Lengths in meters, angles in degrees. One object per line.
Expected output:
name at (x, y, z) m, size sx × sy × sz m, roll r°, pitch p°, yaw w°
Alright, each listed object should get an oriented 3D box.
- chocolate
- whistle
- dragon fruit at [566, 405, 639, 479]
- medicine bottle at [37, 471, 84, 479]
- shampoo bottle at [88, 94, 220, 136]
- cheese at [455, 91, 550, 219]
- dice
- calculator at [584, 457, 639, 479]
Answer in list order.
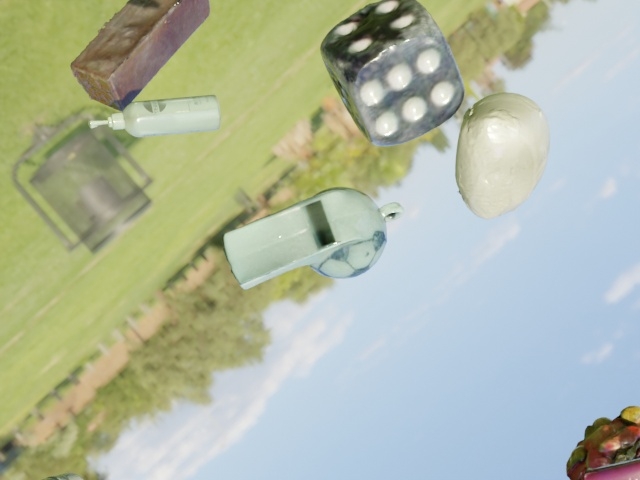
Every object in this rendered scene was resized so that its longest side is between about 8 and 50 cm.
chocolate at (-0.326, -0.388, 2.108) m, size 0.321 × 0.112 × 0.112 m, roll -56°, pitch 153°, yaw -26°
whistle at (0.000, 0.000, 1.807) m, size 0.289 × 0.163 × 0.163 m, roll -22°, pitch -175°, yaw 4°
dragon fruit at (0.515, 0.410, 1.805) m, size 0.250 × 0.291 × 0.269 m, roll -10°, pitch -164°, yaw 21°
medicine bottle at (-0.295, 0.284, 1.184) m, size 0.058 × 0.058 × 0.091 m, roll -39°, pitch 163°, yaw 27°
shampoo bottle at (-0.250, -0.184, 1.678) m, size 0.195 × 0.056 × 0.056 m, roll -8°, pitch 173°, yaw -17°
cheese at (0.304, -0.156, 1.860) m, size 0.189 × 0.154 × 0.198 m, roll -79°, pitch 172°, yaw -51°
dice at (0.117, -0.276, 1.818) m, size 0.182 × 0.181 × 0.183 m, roll -30°, pitch -145°, yaw 0°
calculator at (0.381, 0.277, 1.157) m, size 0.190 × 0.127 × 0.034 m, roll -18°, pitch 173°, yaw 11°
